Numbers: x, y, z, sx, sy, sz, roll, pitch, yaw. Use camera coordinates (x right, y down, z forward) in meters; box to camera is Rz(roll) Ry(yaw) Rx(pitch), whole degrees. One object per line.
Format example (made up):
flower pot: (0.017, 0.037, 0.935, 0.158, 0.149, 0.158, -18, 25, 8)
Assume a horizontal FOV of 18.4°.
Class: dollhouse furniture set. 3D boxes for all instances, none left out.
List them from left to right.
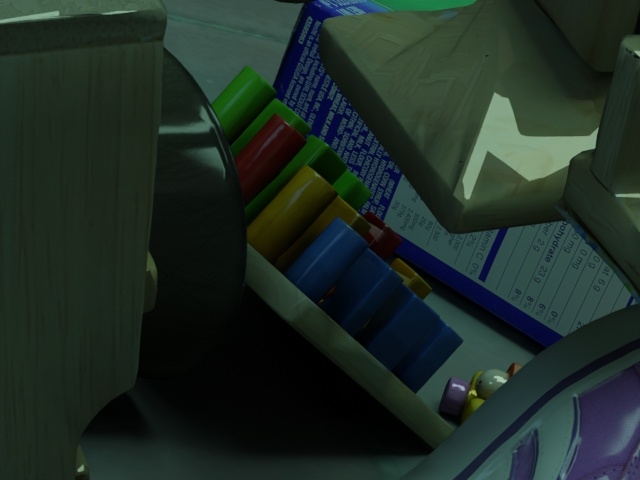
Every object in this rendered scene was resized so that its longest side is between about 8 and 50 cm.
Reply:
dollhouse furniture set: (0.036, -0.014, 0.685, 0.394, 0.256, 0.362, -8, 38, -22)

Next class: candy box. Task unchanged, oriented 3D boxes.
candy box: (0.162, -0.041, 1.210, 0.317, 0.122, 0.268, 33, 25, 23)

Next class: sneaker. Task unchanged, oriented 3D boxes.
sneaker: (0.093, 0.136, 0.685, 0.282, 0.102, 0.161, -34, 41, -19)

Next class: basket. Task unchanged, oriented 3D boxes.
basket: (-0.179, -0.014, 0.839, 0.227, 0.154, 0.204, -3, 26, -37)

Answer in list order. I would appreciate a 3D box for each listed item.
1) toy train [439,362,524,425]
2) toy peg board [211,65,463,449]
toy train: (0.132, 0.094, 0.985, 0.125, 0.046, 0.166, 9, 25, -25)
toy peg board: (0.000, 0.000, 0.947, 0.160, 0.079, 0.161, 40, -2, 38)
